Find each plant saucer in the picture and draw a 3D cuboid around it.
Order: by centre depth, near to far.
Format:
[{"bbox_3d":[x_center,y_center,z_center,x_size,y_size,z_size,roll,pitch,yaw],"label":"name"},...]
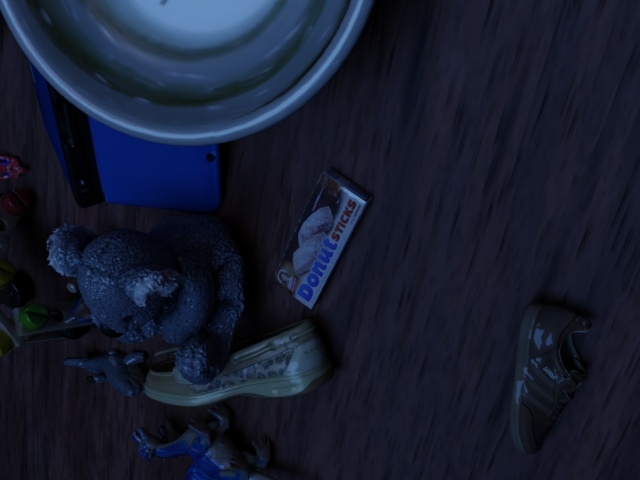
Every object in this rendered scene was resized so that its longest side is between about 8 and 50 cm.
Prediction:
[{"bbox_3d":[-0.125,-0.294,0.831,0.401,0.100,0.400,5,107,15],"label":"plant saucer"}]

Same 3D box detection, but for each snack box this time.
[{"bbox_3d":[0.000,0.000,1.054,0.064,0.022,0.178,35,127,12],"label":"snack box"}]

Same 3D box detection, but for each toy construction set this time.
[{"bbox_3d":[-0.442,0.079,1.239,0.309,0.237,0.257,1,113,32],"label":"toy construction set"}]

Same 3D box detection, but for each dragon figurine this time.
[{"bbox_3d":[-0.142,0.334,1.270,0.289,0.085,0.144,35,127,14],"label":"dragon figurine"}]

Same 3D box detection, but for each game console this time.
[{"bbox_3d":[-0.248,-0.189,1.070,0.250,0.173,0.293,58,156,35],"label":"game console"}]

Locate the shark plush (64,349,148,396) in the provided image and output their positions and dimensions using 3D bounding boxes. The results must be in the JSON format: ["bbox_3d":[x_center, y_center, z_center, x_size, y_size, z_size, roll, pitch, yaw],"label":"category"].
[{"bbox_3d":[-0.326,0.194,1.330,0.161,0.067,0.073,23,123,22],"label":"shark plush"}]

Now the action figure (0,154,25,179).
[{"bbox_3d":[-0.483,-0.110,1.308,0.115,0.030,0.038,7,111,28],"label":"action figure"}]

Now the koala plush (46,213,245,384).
[{"bbox_3d":[-0.210,0.045,1.050,0.196,0.221,0.203,23,89,28],"label":"koala plush"}]

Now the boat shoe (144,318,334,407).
[{"bbox_3d":[-0.117,0.159,1.166,0.285,0.104,0.089,-10,103,25],"label":"boat shoe"}]

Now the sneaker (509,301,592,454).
[{"bbox_3d":[0.248,0.158,0.945,0.071,0.066,0.188,11,119,27],"label":"sneaker"}]
